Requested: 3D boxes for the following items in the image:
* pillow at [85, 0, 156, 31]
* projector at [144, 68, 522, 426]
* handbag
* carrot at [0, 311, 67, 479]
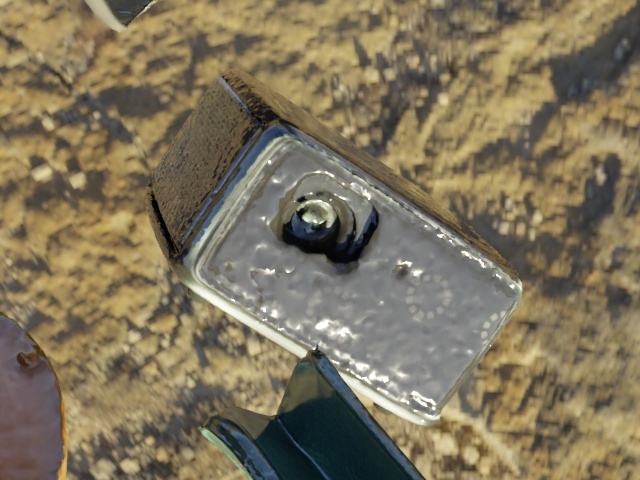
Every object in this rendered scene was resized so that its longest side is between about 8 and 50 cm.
[{"bbox_3d":[-0.142,-0.337,1.279,0.228,0.326,0.101,55,47,-6],"label":"pillow"},{"bbox_3d":[0.000,0.000,1.920,0.395,0.405,0.242,31,98,-19],"label":"projector"},{"bbox_3d":[0.071,0.223,0.905,0.089,0.238,0.326,-37,41,-9],"label":"handbag"},{"bbox_3d":[-0.272,0.141,0.880,0.258,0.100,0.307,-9,36,-14],"label":"carrot"}]
